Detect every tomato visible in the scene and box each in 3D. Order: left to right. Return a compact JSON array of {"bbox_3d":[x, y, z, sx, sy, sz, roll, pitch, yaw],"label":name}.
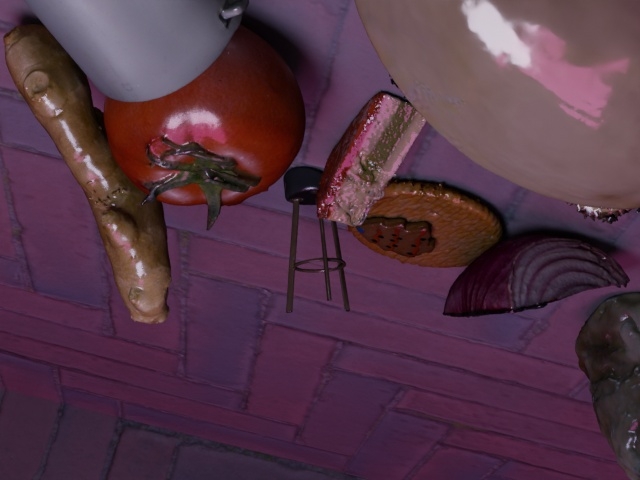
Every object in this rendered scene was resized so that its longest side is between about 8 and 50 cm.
[{"bbox_3d":[-0.147,-0.157,1.456,0.256,0.224,0.256,-3,148,-2],"label":"tomato"}]

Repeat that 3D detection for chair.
[{"bbox_3d":[-0.001,0.000,1.771,0.095,0.221,0.104,5,164,-44],"label":"chair"}]

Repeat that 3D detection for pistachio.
[{"bbox_3d":[0.235,-0.227,1.035,0.445,0.281,0.365,34,112,-9],"label":"pistachio"}]

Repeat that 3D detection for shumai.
[{"bbox_3d":[0.559,0.266,1.874,0.304,0.263,0.309,41,134,-17],"label":"shumai"}]

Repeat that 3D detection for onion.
[{"bbox_3d":[0.309,0.047,1.772,0.250,0.111,0.247,-13,-178,-26],"label":"onion"}]

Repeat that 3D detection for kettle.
[{"bbox_3d":[-0.221,-0.308,1.199,0.265,0.205,0.318,34,167,39],"label":"kettle"}]

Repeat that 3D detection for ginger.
[{"bbox_3d":[-0.286,-0.100,1.548,0.122,0.348,0.363,-24,137,13],"label":"ginger"}]

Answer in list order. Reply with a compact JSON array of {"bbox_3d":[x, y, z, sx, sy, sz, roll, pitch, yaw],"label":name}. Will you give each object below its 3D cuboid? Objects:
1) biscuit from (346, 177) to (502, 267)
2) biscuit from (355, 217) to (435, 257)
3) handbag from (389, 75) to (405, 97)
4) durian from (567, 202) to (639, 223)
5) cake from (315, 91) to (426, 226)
[{"bbox_3d":[0.161,-0.025,1.803,0.254,0.035,0.254,10,153,5],"label":"biscuit"},{"bbox_3d":[0.116,-0.005,1.799,0.130,0.019,0.119,16,153,-4],"label":"biscuit"},{"bbox_3d":[0.176,-0.225,1.288,0.208,0.127,0.228,14,155,12],"label":"handbag"},{"bbox_3d":[0.360,-0.117,1.383,0.167,0.196,0.196,51,148,-2],"label":"durian"},{"bbox_3d":[0.068,-0.132,1.628,0.086,0.117,0.220,18,121,-15],"label":"cake"}]
